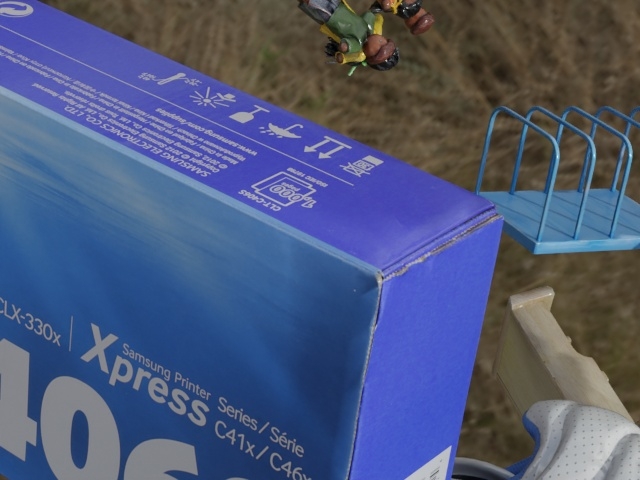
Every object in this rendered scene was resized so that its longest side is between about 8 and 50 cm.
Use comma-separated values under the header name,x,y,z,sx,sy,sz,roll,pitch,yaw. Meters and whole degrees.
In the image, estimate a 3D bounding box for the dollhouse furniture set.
name,x,y,z,sx,sy,sz,roll,pitch,yaw
dollhouse furniture set,0.298,0.110,1.448,0.242,0.212,0.161,-15,51,-18

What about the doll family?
name,x,y,z,sx,sy,sz,roll,pitch,yaw
doll family,0.040,-0.194,1.351,0.111,0.076,0.193,41,47,-7

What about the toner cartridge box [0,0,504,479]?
name,x,y,z,sx,sy,sz,roll,pitch,yaw
toner cartridge box,-0.107,0.004,0.634,0.347,0.165,0.075,25,32,29

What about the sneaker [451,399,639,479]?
name,x,y,z,sx,sy,sz,roll,pitch,yaw
sneaker,0.106,0.225,0.832,0.130,0.323,0.236,-17,57,-46

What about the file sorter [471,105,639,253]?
name,x,y,z,sx,sy,sz,roll,pitch,yaw
file sorter,0.241,-0.060,1.493,0.170,0.118,0.104,-3,114,-28
